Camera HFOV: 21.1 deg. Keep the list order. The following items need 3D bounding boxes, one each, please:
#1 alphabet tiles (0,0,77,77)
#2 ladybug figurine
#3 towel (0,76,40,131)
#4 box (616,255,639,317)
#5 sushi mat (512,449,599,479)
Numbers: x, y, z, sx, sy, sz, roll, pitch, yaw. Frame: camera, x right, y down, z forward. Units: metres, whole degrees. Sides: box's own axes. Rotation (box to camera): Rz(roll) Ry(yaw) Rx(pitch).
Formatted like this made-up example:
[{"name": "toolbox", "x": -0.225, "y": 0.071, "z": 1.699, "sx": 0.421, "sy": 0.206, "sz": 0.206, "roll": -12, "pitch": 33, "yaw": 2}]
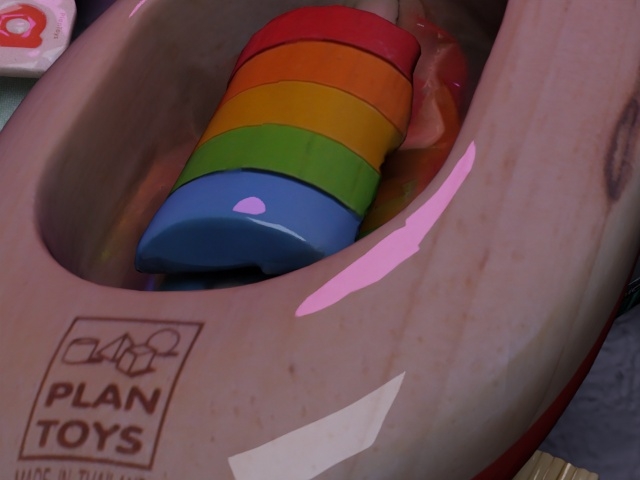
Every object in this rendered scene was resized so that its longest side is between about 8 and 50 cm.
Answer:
[{"name": "alphabet tiles", "x": -0.258, "y": -0.164, "z": 0.937, "sx": 0.278, "sy": 0.021, "sz": 0.284, "roll": 4, "pitch": 59, "yaw": 7}, {"name": "ladybug figurine", "x": 0.000, "y": 0.000, "z": 0.745, "sx": 0.305, "sy": 0.162, "sz": 0.449, "roll": 2, "pitch": 43, "yaw": 26}, {"name": "towel", "x": -0.247, "y": 0.015, "z": 0.870, "sx": 0.325, "sy": 0.038, "sz": 0.248, "roll": -37, "pitch": 70, "yaw": -15}, {"name": "box", "x": 0.141, "y": 0.004, "z": 0.868, "sx": 0.083, "sy": 0.052, "sz": 0.062, "roll": -31, "pitch": 70, "yaw": -12}, {"name": "sushi mat", "x": 0.049, "y": 0.236, "z": 0.705, "sx": 0.151, "sy": 0.019, "sz": 0.316, "roll": 27, "pitch": 71, "yaw": 12}]
